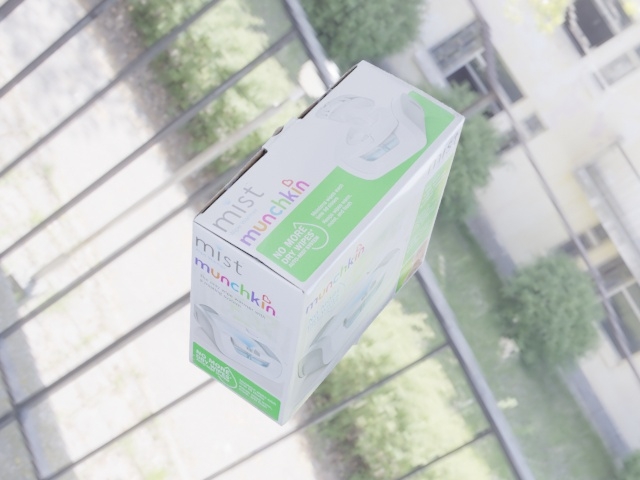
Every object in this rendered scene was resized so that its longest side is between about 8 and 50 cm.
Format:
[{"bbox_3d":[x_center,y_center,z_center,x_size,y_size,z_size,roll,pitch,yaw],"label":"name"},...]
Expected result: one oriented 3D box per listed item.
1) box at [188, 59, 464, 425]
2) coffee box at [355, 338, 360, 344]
[{"bbox_3d":[0.000,0.000,1.043,0.127,0.231,0.262,33,54,16],"label":"box"},{"bbox_3d":[0.051,0.001,1.474,0.098,0.246,0.141,24,4,-7],"label":"coffee box"}]
